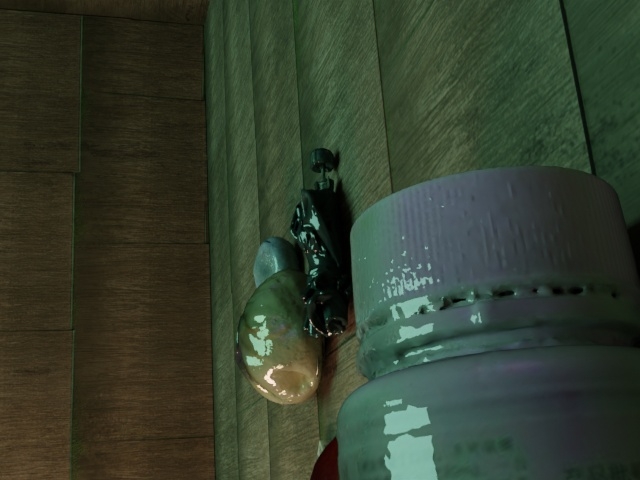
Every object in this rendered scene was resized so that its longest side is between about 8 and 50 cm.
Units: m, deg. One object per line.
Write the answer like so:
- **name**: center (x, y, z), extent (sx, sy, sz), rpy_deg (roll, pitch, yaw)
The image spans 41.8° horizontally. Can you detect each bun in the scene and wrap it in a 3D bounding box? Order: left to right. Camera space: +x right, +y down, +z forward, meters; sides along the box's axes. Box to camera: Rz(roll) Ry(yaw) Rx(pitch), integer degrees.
- **bun**: center (-0.078, 0.179, 1.596), extent (0.273, 0.168, 0.273), rpy_deg (180, 90, -83)
- **bun**: center (-0.087, 0.062, 1.796), extent (0.141, 0.083, 0.141), rpy_deg (-177, 90, -65)

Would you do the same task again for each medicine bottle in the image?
- **medicine bottle**: center (0.136, 0.134, 0.600), extent (0.256, 0.256, 0.325), rpy_deg (123, 144, -64)

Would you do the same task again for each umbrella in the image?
- **umbrella**: center (-0.003, 0.001, 1.458), extent (0.143, 0.094, 0.349), rpy_deg (134, 137, -62)

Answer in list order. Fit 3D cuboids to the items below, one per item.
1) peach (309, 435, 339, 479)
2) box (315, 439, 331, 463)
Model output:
- **peach**: center (0.102, 0.288, 0.879), extent (0.249, 0.245, 0.274), rpy_deg (-59, 4, 0)
- **box**: center (0.008, 0.412, 1.520), extent (0.054, 0.024, 0.083), rpy_deg (-119, 33, -60)
